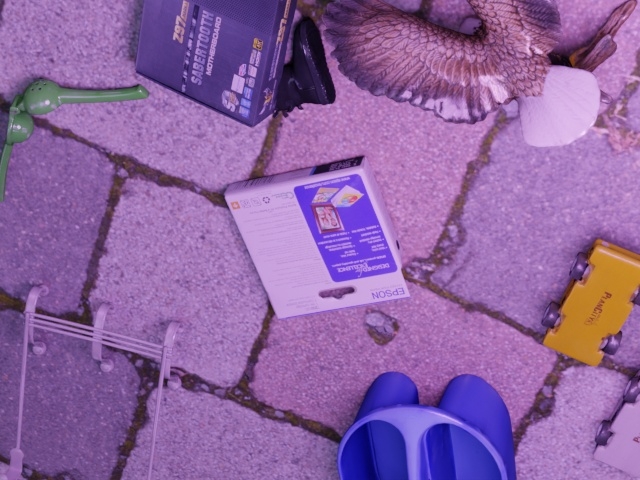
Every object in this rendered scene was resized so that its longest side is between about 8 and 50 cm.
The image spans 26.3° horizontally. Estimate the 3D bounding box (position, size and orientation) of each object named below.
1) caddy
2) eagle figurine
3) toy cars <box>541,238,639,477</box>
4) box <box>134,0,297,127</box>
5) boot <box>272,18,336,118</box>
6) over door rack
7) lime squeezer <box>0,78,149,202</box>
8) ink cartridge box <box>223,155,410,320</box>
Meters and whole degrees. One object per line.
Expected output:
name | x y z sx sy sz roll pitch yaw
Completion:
caddy | 0.156 0.348 1.950 0.241 0.179 0.341 0 122 18
eagle figurine | 0.178 -0.236 1.544 0.298 0.226 0.225 30 156 -24
toy cars | 0.401 0.148 1.805 0.176 0.087 0.394 -11 122 28
box | -0.126 -0.277 1.675 0.183 0.059 0.233 28 127 17
boot | -0.041 -0.215 1.725 0.099 0.045 0.121 -4 119 26
over door rack | -0.342 0.241 2.057 0.239 0.108 0.324 14 104 8
lime squeezer | -0.379 -0.161 1.867 0.310 0.059 0.110 -32 139 30
ink cartridge box | 0.000 0.000 1.849 0.206 0.045 0.208 -10 118 22
